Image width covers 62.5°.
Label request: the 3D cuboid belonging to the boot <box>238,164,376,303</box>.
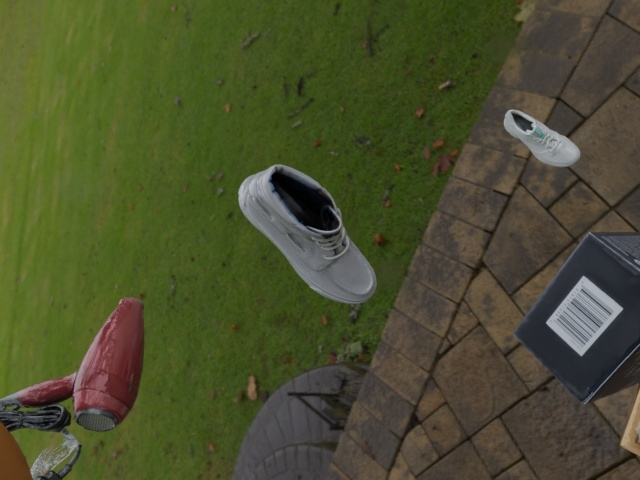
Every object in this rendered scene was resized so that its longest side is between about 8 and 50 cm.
[{"bbox_3d":[0.000,0.000,0.734,0.095,0.258,0.123,-55,16,-18],"label":"boot"}]

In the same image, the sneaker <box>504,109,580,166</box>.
[{"bbox_3d":[0.551,-0.258,1.324,0.212,0.094,0.080,38,99,18],"label":"sneaker"}]

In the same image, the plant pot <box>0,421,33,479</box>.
[{"bbox_3d":[-0.448,0.292,0.469,0.291,0.203,0.290,0,83,3],"label":"plant pot"}]

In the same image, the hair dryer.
[{"bbox_3d":[-0.342,0.191,0.705,0.224,0.080,0.293,21,57,34],"label":"hair dryer"}]

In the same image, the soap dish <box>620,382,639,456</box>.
[{"bbox_3d":[0.620,0.243,0.821,0.229,0.118,0.290,25,74,16],"label":"soap dish"}]

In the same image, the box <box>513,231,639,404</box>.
[{"bbox_3d":[0.683,0.155,1.166,0.212,0.396,0.293,51,130,39],"label":"box"}]
